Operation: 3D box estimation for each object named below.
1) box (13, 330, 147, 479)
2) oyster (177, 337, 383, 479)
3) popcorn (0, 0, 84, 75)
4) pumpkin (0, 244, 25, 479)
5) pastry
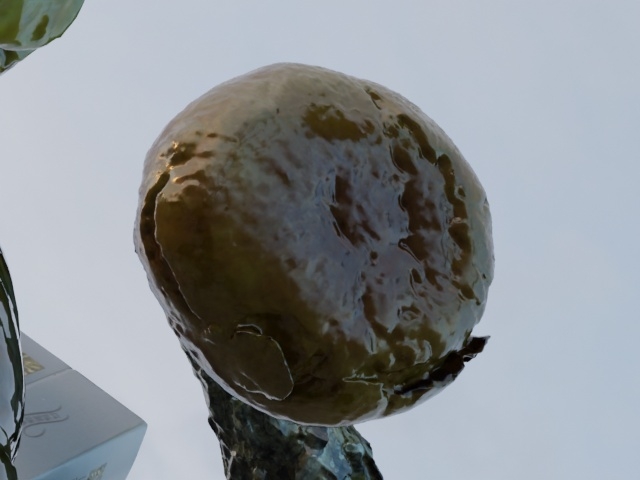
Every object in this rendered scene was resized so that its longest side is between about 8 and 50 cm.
[{"bbox_3d":[-0.257,0.102,1.027,0.243,0.155,0.067,32,-65,19],"label":"box"},{"bbox_3d":[-0.061,0.214,1.801,0.351,0.162,0.158,54,-14,-1],"label":"oyster"},{"bbox_3d":[-0.229,-0.175,0.904,0.183,0.204,0.221,53,-30,-1],"label":"popcorn"},{"bbox_3d":[-0.269,0.058,0.586,0.256,0.303,0.225,64,-6,-29],"label":"pumpkin"},{"bbox_3d":[0.000,0.000,1.394,0.356,0.356,0.164,44,-22,-8],"label":"pastry"}]
